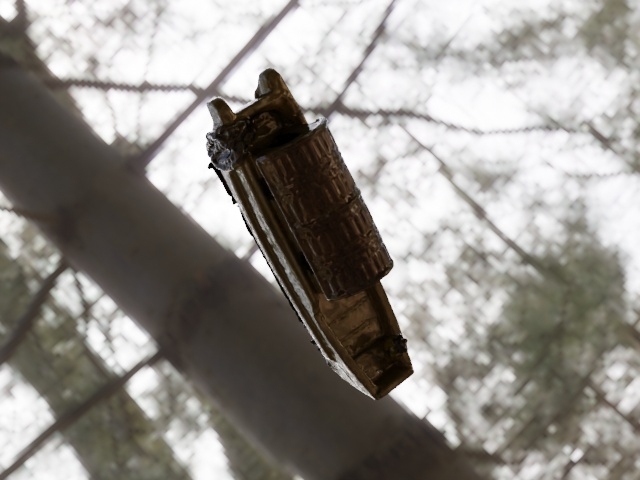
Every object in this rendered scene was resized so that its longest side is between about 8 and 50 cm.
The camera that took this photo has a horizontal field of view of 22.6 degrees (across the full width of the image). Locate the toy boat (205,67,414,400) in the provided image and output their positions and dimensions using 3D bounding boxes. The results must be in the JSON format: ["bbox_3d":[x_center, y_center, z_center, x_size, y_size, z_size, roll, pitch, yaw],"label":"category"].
[{"bbox_3d":[0.000,0.000,1.023,0.068,0.088,0.226,-35,-73,-29],"label":"toy boat"}]
